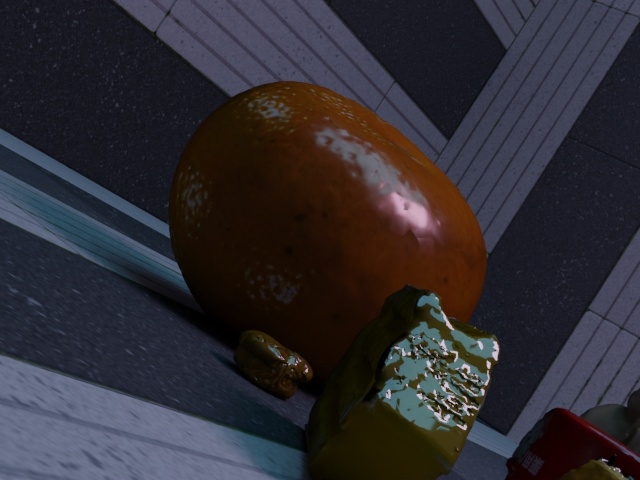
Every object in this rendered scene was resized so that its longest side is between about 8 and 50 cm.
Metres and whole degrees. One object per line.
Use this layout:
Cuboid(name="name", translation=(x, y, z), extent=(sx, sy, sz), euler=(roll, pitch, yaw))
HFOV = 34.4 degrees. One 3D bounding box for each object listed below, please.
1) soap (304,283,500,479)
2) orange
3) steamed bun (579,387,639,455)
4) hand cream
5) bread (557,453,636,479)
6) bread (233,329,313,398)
Cuboid(name="soap", translation=(0.059, 0.118, 0.798), extent=(0.080, 0.160, 0.257), euler=(34, 0, -2))
Cuboid(name="orange", translation=(0.000, 0.000, 1.322), extent=(0.424, 0.326, 0.424), euler=(35, 17, -12))
Cuboid(name="steamed bun", translation=(0.466, 0.358, 1.343), extent=(0.324, 0.219, 0.310), euler=(37, -39, -4))
Cuboid(name="hand cream", translation=(0.286, 0.280, 1.023), extent=(0.230, 0.149, 0.230), euler=(36, 0, 0))
Cuboid(name="bread", translation=(0.285, 0.286, 0.824), extent=(0.260, 0.129, 0.134), euler=(32, 6, 1))
Cuboid(name="bread", translation=(-0.048, 0.123, 1.030), extent=(0.083, 0.046, 0.081), euler=(32, -4, -2))
